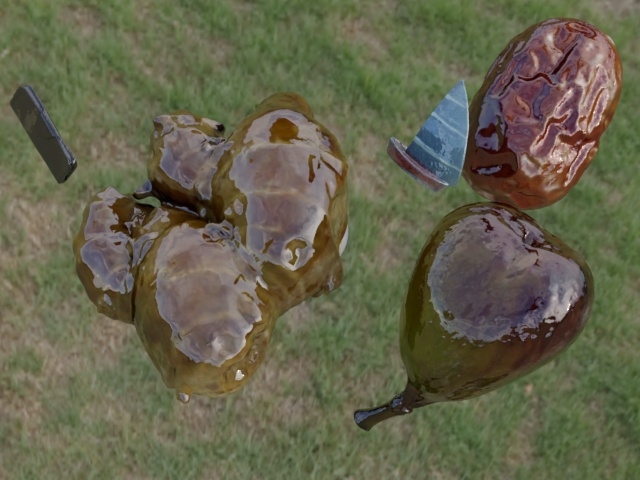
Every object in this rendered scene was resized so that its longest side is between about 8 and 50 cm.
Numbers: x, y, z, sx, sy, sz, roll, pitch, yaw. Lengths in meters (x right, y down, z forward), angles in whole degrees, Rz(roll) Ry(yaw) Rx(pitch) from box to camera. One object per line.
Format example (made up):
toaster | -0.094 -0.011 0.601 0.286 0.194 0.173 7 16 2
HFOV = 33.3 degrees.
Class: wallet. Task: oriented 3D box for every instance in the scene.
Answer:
wallet | -0.434 -0.167 1.673 0.018 0.082 0.156 -30 88 -36

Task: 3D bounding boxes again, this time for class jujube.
jujube | 0.274 -0.159 1.343 0.174 0.174 0.250 30 86 15

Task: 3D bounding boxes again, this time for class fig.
fig | 0.128 0.091 1.028 0.170 0.274 0.145 46 16 20

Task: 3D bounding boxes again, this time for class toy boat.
toy boat | 0.142 -0.123 1.233 0.096 0.122 0.034 40 22 10

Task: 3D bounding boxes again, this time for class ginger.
ginger | -0.102 -0.017 1.149 0.274 0.152 0.357 30 74 32

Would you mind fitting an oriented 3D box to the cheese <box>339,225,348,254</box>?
cheese | 0.000 0.000 1.902 0.064 0.250 0.156 0 53 -16
